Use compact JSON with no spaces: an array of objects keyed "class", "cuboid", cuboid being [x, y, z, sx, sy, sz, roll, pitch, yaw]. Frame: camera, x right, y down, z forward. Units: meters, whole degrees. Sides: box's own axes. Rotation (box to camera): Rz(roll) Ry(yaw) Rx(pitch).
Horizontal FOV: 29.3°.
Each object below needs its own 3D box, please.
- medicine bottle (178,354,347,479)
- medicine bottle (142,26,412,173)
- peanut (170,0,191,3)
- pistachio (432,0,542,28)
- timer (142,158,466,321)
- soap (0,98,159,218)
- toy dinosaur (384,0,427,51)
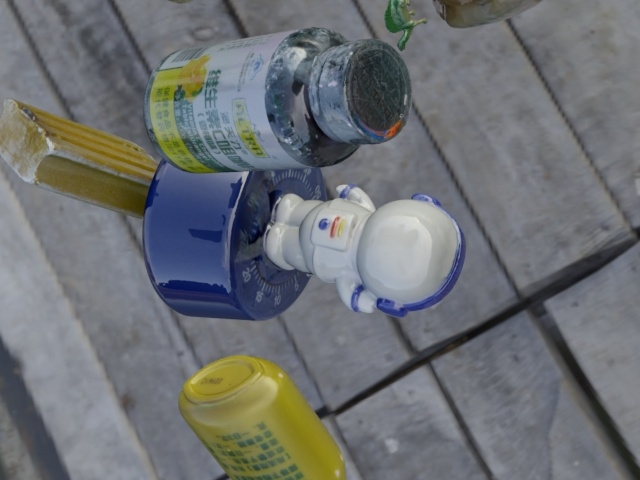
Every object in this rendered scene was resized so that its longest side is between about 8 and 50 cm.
[{"class":"medicine bottle","cuboid":[-0.012,0.194,0.947,0.095,0.064,0.260,-15,124,28]},{"class":"medicine bottle","cuboid":[-0.045,-0.143,1.264,0.293,0.141,0.141,0,95,45]},{"class":"peanut","cuboid":[-0.247,-0.419,1.778,0.194,0.083,0.093,37,121,-20]},{"class":"pistachio","cuboid":[0.174,-0.326,0.816,0.281,0.445,0.365,34,141,-9]},{"class":"timer","cuboid":[0.000,0.000,1.541,0.384,0.270,0.270,12,100,29]},{"class":"soap","cuboid":[-0.305,-0.101,1.609,0.140,0.232,0.073,44,106,38]},{"class":"toy dinosaur","cuboid":[0.108,-0.322,1.703,0.029,0.060,0.119,22,150,49]}]
